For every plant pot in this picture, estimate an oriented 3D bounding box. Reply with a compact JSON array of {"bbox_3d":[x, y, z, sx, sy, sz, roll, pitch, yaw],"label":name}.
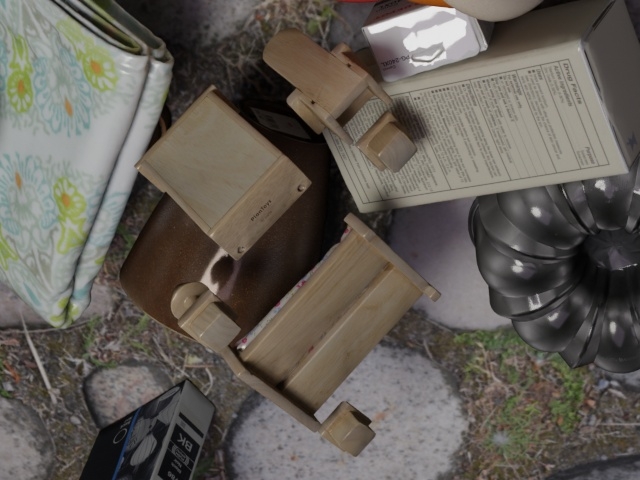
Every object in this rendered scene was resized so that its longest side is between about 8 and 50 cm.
[{"bbox_3d":[-0.080,-0.028,1.693,0.215,0.215,0.230,22,111,-2],"label":"plant pot"}]

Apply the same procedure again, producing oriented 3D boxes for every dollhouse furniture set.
[{"bbox_3d":[0.000,0.000,1.601,0.303,0.174,0.355,-47,132,0],"label":"dollhouse furniture set"}]

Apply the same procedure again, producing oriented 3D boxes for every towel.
[{"bbox_3d":[-0.325,-0.136,1.643,0.320,0.090,0.374,42,128,23],"label":"towel"}]

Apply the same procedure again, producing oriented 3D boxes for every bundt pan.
[{"bbox_3d":[0.314,0.011,1.666,0.331,0.124,0.330,6,124,9],"label":"bundt pan"}]

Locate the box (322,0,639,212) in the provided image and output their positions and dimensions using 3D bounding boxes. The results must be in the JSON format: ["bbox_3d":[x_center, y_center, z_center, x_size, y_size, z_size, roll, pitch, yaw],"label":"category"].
[{"bbox_3d":[0.163,-0.132,1.553,0.311,0.121,0.148,-7,118,35],"label":"box"}]

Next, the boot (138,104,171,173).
[{"bbox_3d":[-0.296,-0.050,1.765,0.112,0.115,0.305,40,124,-18],"label":"boot"}]

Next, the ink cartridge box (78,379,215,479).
[{"bbox_3d":[-0.234,0.319,1.857,0.165,0.332,0.065,-31,114,27],"label":"ink cartridge box"}]

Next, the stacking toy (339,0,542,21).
[{"bbox_3d":[-0.025,-0.345,1.453,0.480,0.350,0.350,-6,123,38],"label":"stacking toy"}]

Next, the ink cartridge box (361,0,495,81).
[{"bbox_3d":[0.113,-0.225,1.536,0.109,0.150,0.063,-16,113,21],"label":"ink cartridge box"}]
